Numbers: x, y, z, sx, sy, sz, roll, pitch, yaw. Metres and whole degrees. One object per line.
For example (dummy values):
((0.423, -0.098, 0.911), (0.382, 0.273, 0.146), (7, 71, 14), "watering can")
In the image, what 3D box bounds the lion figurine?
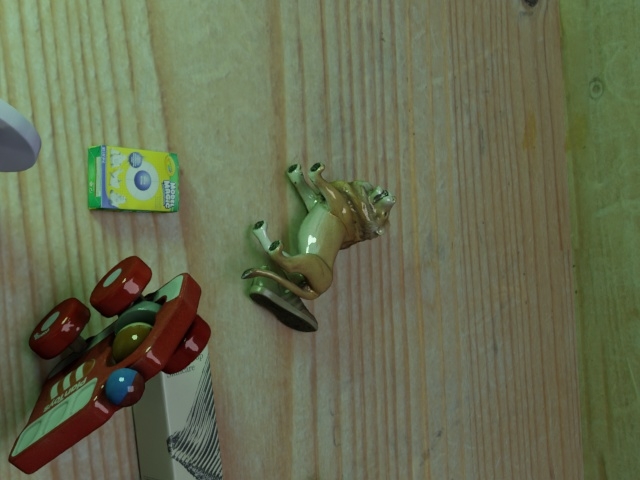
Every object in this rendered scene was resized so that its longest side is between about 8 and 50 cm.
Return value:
((0.000, 0.000, 1.694), (0.240, 0.142, 0.392), (53, 53, -29), "lion figurine")

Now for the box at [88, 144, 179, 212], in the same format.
((-0.303, -0.099, 1.436), (0.179, 0.043, 0.105), (1, 88, -50), "box")

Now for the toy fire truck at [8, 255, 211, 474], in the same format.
((-0.298, 0.180, 1.221), (0.169, 0.302, 0.254), (49, 18, -24), "toy fire truck")

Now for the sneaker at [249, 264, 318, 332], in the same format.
((-0.061, 0.116, 1.676), (0.188, 0.066, 0.071), (41, 54, -40), "sneaker")

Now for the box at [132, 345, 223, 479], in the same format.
((-0.245, 0.296, 1.441), (0.113, 0.094, 0.275), (-12, 98, -48), "box")

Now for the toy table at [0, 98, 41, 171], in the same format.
((-0.509, -0.111, 1.073), (0.274, 0.252, 0.161), (18, 59, -15), "toy table")
